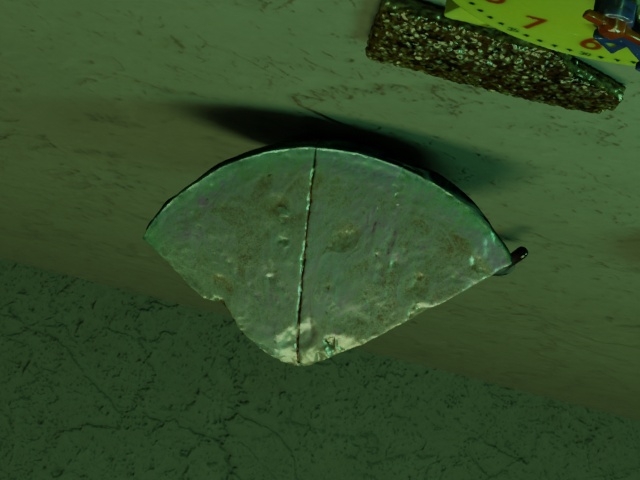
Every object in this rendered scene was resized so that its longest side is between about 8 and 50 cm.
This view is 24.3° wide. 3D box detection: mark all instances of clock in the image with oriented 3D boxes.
[{"bbox_3d":[0.212,-0.177,1.055,0.277,0.071,0.293,11,167,7],"label":"clock"}]

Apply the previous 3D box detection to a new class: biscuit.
[{"bbox_3d":[0.159,-0.158,1.302,0.237,0.026,0.131,14,169,-3],"label":"biscuit"}]

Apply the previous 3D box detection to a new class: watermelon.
[{"bbox_3d":[0.020,-0.018,1.729,0.292,0.319,0.222,51,-163,-4],"label":"watermelon"}]

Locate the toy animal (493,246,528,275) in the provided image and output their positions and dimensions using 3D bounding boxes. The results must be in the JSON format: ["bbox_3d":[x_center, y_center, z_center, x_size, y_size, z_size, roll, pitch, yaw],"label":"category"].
[{"bbox_3d":[0.128,0.027,2.012,0.324,0.090,0.195,11,168,16],"label":"toy animal"}]
